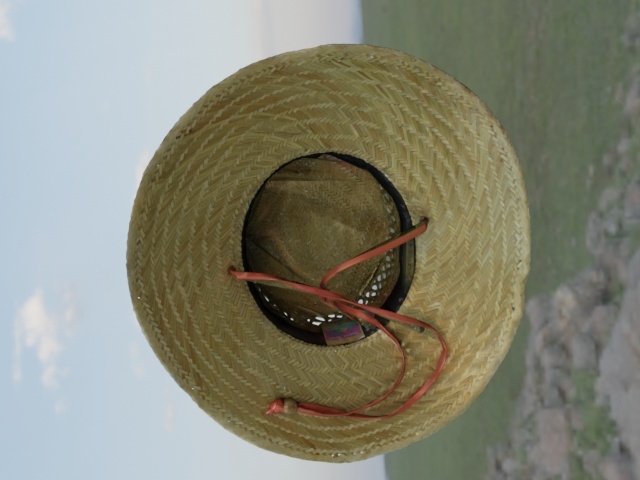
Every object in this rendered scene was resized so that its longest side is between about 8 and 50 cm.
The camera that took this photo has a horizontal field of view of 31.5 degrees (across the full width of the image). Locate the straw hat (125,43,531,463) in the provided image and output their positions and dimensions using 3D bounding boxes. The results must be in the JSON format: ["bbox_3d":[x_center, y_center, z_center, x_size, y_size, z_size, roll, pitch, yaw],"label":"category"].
[{"bbox_3d":[0.000,0.000,0.396,0.061,0.144,0.144,-122,26,-70],"label":"straw hat"}]
